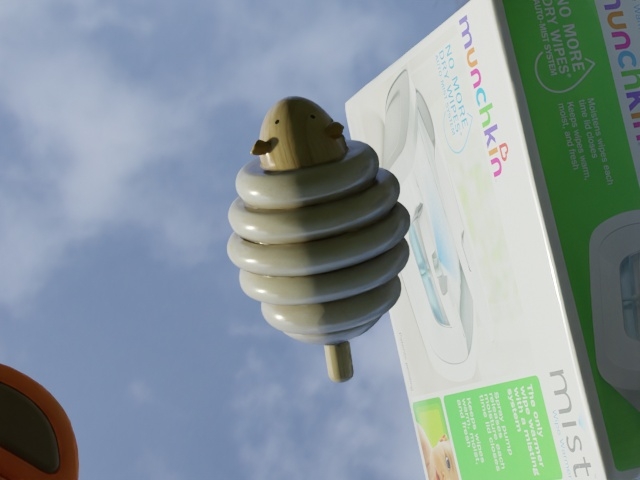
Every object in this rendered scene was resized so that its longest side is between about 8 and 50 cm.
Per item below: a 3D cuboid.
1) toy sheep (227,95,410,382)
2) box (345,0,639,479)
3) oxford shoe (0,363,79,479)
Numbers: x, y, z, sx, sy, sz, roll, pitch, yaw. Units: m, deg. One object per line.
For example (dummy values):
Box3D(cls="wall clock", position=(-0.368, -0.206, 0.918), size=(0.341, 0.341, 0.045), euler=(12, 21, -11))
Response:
Box3D(cls="toy sheep", position=(0.000, 0.000, 0.674), size=(0.091, 0.091, 0.132), euler=(-22, -73, -23))
Box3D(cls="box", position=(0.133, 0.006, 0.866), size=(0.126, 0.231, 0.262), euler=(-10, -96, -19))
Box3D(cls="oxford shoe", position=(-0.217, 0.204, 0.577), size=(0.130, 0.133, 0.364), euler=(34, -101, -8))
